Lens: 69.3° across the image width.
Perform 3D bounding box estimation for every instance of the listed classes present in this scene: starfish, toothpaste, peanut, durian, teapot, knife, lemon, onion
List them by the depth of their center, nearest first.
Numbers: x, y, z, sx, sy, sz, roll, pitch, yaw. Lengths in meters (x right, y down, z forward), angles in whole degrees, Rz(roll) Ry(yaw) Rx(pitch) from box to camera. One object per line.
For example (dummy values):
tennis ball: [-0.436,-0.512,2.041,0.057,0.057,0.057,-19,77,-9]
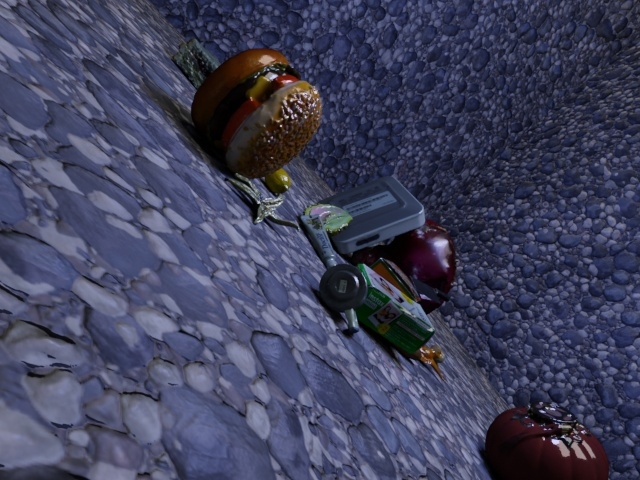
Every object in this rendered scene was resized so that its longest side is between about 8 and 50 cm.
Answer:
teapot: [0.070,0.133,1.084,0.149,0.111,0.108,47,-6,23]
starfish: [-0.144,-0.088,1.159,0.223,0.050,0.217,36,17,-8]
toothpaste: [0.000,0.000,1.446,0.037,0.067,0.255,93,-19,-44]
lemon: [-0.140,-0.196,1.525,0.082,0.082,0.110,36,16,-54]
knife: [0.385,0.185,1.593,0.245,0.019,0.072,26,35,-41]
durian: [0.008,-0.060,1.612,0.137,0.095,0.221,31,25,23]
peanut: [0.450,0.436,1.787,0.054,0.054,0.113,47,9,-10]
onion: [0.318,0.103,1.857,0.420,0.398,0.398,5,7,6]

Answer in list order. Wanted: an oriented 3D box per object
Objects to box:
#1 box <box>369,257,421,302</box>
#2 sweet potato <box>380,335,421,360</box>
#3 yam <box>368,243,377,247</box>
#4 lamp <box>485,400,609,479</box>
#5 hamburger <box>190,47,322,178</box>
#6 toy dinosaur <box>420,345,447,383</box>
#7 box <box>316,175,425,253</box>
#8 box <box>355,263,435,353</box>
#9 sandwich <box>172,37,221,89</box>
box: [0.219,0.166,1.504,0.177,0.148,0.195,53,10,15]
sweet potato: [0.233,0.301,1.347,0.214,0.050,0.050,36,15,-39]
yam: [0.173,-0.009,2.106,0.133,0.133,0.330,56,7,37]
lamp: [0.600,0.575,1.240,0.303,0.257,0.303,9,8,-1]
hamburger: [-0.159,-0.335,1.263,0.250,0.330,0.330,53,10,10]
toy dinosaur: [0.346,0.374,1.545,0.142,0.057,0.212,21,26,-47]
box: [0.187,-0.118,1.862,0.373,0.367,0.090,-117,-171,-56]
box: [0.183,0.187,1.280,0.250,0.103,0.180,34,13,-14]
sandwich: [-0.414,-0.634,1.876,0.325,0.131,0.262,51,8,9]
